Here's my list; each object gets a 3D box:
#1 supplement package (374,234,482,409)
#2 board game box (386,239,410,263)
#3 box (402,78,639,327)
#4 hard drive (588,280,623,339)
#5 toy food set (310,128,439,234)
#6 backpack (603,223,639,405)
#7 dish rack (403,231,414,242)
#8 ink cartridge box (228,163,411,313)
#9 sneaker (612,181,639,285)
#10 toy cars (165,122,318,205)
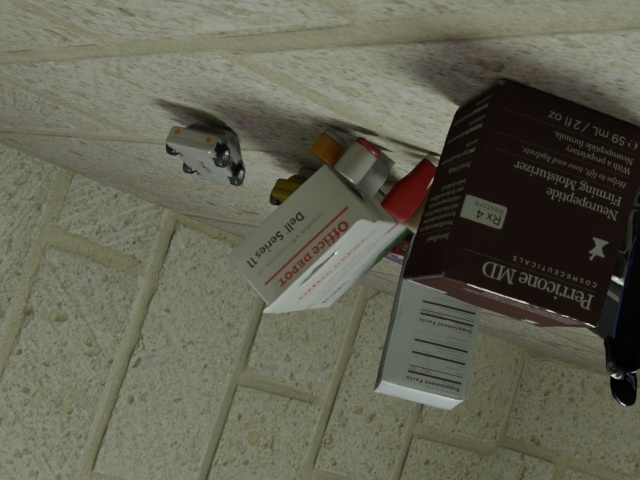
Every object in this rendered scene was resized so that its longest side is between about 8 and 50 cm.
[{"bbox_3d":[0.181,0.134,1.812,0.134,0.244,0.139,13,166,1],"label":"supplement package"},{"bbox_3d":[0.189,0.040,2.038,0.281,0.027,0.145,23,172,-38],"label":"board game box"},{"bbox_3d":[0.207,-0.031,1.154,0.168,0.203,0.167,18,174,-8],"label":"box"},{"bbox_3d":[0.411,0.087,1.664,0.339,0.064,0.237,33,-167,-26],"label":"hard drive"},{"bbox_3d":[0.109,-0.093,1.549,0.232,0.104,0.111,38,-177,-15],"label":"toy food set"},{"bbox_3d":[0.348,-0.008,0.766,0.213,0.276,0.263,15,169,-16],"label":"backpack"},{"bbox_3d":[0.247,0.000,1.962,0.285,0.072,0.333,20,175,-27],"label":"dish rack"},{"bbox_3d":[0.000,0.000,1.688,0.119,0.207,0.353,49,-170,11],"label":"ink cartridge box"},{"bbox_3d":[0.414,0.019,1.356,0.330,0.130,0.147,19,171,-16],"label":"sneaker"},{"bbox_3d":[-0.097,-0.115,1.876,0.393,0.087,0.176,26,166,-33],"label":"toy cars"}]
